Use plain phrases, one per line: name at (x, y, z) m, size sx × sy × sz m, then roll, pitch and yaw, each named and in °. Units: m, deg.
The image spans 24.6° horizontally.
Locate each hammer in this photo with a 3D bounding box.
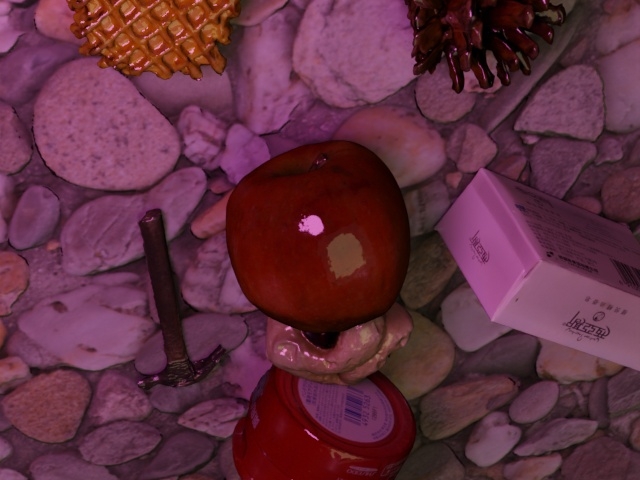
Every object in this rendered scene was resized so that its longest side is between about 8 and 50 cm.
hammer at (-0.197, 0.079, 1.878) m, size 0.125 × 0.027 × 0.297 m, roll -14°, pitch 130°, yaw -8°

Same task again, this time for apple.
apple at (0.000, 0.000, 1.748) m, size 0.230 × 0.230 × 0.230 m, roll -10°, pitch 130°, yaw -12°

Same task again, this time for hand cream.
hand cream at (0.007, 0.263, 1.972) m, size 0.230 × 0.230 × 0.149 m, roll 13°, pitch 125°, yaw -28°

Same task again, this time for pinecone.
pinecone at (0.183, -0.255, 1.666) m, size 0.195 × 0.150 × 0.179 m, roll -9°, pitch 124°, yaw -17°

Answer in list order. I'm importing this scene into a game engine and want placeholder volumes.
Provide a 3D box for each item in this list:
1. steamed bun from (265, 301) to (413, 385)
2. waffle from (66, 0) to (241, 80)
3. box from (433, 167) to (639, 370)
steamed bun at (0.038, 0.111, 1.877) m, size 0.172 × 0.140 × 0.155 m, roll 23°, pitch 161°, yaw -39°
waffle at (-0.177, -0.266, 1.579) m, size 0.193 × 0.070 × 0.197 m, roll -8°, pitch 127°, yaw -14°
box at (0.315, 0.040, 1.917) m, size 0.274 × 0.203 × 0.116 m, roll 19°, pitch 119°, yaw -32°
